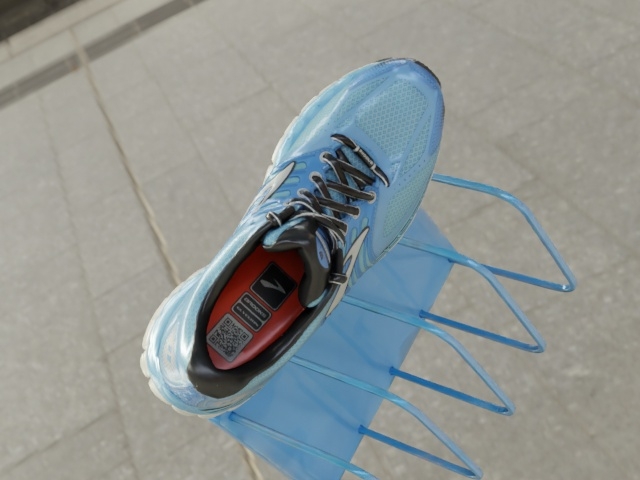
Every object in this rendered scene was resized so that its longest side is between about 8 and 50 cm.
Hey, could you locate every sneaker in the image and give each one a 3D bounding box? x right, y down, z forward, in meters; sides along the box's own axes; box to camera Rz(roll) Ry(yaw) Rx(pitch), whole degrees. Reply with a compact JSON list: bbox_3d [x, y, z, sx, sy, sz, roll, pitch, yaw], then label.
[{"bbox_3d":[0.000,0.000,0.451,0.162,0.063,0.073,-55,10,-11],"label":"sneaker"}]

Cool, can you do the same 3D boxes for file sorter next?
[{"bbox_3d":[0.046,0.058,0.647,0.105,0.118,0.170,16,70,40],"label":"file sorter"}]
